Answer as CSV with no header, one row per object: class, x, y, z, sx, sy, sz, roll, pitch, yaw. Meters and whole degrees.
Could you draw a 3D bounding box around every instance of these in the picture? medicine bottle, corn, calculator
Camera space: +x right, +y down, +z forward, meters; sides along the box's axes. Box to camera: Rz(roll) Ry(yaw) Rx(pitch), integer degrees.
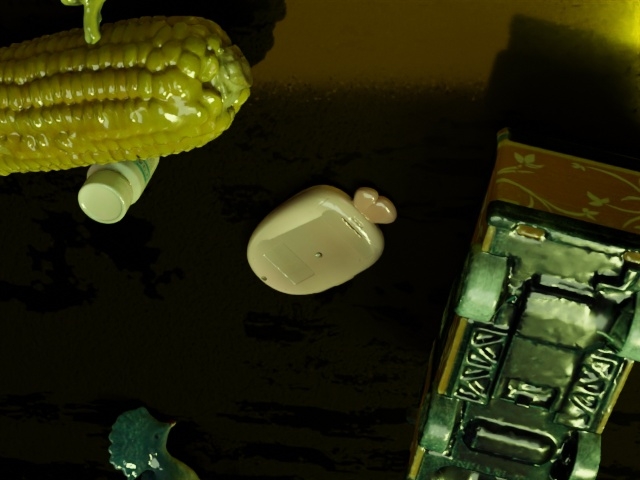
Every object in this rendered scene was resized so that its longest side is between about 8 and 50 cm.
medicine bottle,-0.183,-0.059,0.955,0.052,0.089,0.052,7,129,9
corn,-0.227,-0.116,0.905,0.363,0.120,0.120,-8,125,21
calculator,0.000,0.000,0.998,0.166,0.024,0.103,-32,114,33

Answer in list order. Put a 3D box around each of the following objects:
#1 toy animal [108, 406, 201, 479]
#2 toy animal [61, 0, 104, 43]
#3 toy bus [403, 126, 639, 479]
toy animal,-0.168,0.323,1.223,0.176,0.256,0.239,5,174,-20
toy animal,-0.169,-0.258,0.801,0.136,0.073,0.181,-27,112,2
toy bus,0.180,0.082,0.908,0.161,0.194,0.324,14,127,3
